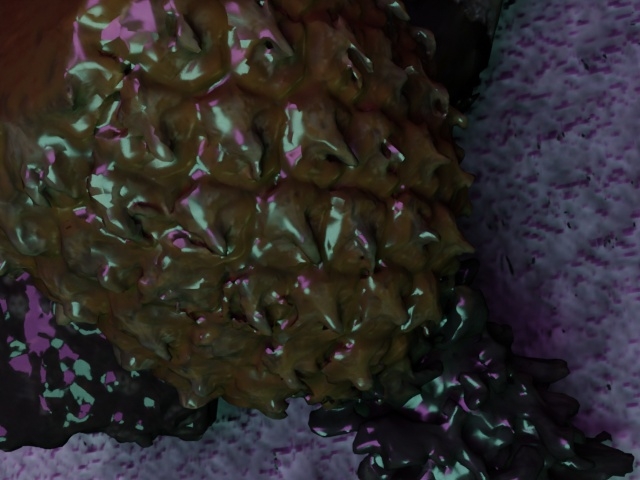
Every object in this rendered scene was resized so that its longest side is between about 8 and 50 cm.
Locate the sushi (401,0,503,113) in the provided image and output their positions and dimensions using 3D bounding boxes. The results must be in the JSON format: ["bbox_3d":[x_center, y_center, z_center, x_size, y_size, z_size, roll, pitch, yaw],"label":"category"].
[{"bbox_3d":[-0.012,-0.182,0.815,0.109,0.134,0.273,-49,49,-6],"label":"sushi"}]

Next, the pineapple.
[{"bbox_3d":[0.000,0.000,0.676,0.202,0.362,0.202,-34,28,21],"label":"pineapple"}]

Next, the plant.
[{"bbox_3d":[-0.116,-0.031,0.808,0.149,0.146,0.275,1,78,-18],"label":"plant"}]
